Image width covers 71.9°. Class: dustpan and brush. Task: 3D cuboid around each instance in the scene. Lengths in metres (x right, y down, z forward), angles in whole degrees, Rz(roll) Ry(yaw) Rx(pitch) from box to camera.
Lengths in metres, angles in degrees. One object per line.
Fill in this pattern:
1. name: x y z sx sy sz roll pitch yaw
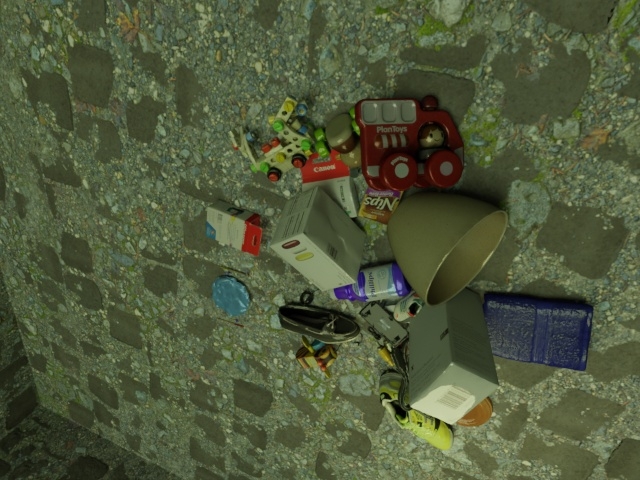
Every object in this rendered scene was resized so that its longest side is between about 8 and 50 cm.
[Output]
1. dustpan and brush: 0.239 0.240 1.565 0.211 0.060 0.147 -12 110 29

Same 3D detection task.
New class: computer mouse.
1. computer mouse: -0.009 0.175 1.665 0.071 0.041 0.242 27 133 -21

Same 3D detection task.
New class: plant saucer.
1. plant saucer: 0.535 0.623 1.645 0.200 0.037 0.199 11 119 20

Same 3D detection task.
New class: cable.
1. cable: 0.303 0.470 1.617 0.072 0.140 0.286 2 111 70

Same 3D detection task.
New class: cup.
1. cup: 0.332 -0.009 1.271 0.237 0.331 0.330 43 130 33

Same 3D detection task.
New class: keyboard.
1. keyboard: 0.217 0.301 1.558 0.180 0.023 0.108 43 110 2

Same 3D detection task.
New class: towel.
1. towel: 0.671 0.279 1.387 0.309 0.076 0.227 5 110 23

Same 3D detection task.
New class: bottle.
1. bottle: 0.166 0.152 1.519 0.283 0.092 0.118 -13 83 28

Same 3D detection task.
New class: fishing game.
1. fishing game: -0.378 0.234 1.861 0.189 0.041 0.263 12 112 18

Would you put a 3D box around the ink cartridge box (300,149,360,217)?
1. ink cartridge box: 0.019 -0.177 1.453 0.181 0.056 0.224 -6 115 27

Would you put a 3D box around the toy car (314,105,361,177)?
1. toy car: 0.097 -0.279 1.338 0.155 0.148 0.188 -28 127 21

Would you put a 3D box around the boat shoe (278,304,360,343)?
1. boat shoe: -0.015 0.313 1.683 0.336 0.112 0.095 4 135 26

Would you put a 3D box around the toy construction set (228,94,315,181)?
1. toy construction set: -0.149 -0.314 1.397 0.328 0.151 0.215 -13 134 38

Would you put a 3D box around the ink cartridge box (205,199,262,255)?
1. ink cartridge box: -0.310 -0.047 1.656 0.231 0.078 0.134 22 123 13

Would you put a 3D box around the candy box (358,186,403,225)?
1. candy box: 0.198 -0.147 1.378 0.109 0.053 0.186 19 124 4

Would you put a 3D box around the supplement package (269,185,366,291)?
1. supplement package: 0.000 0.000 1.404 0.145 0.203 0.262 -20 130 38

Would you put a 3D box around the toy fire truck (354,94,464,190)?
1. toy fire truck: 0.249 -0.266 1.207 0.303 0.169 0.253 -5 98 -10

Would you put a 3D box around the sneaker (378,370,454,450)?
1. sneaker: 0.354 0.683 1.694 0.385 0.147 0.145 44 123 -3

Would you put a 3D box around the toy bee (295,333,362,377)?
1. toy bee: -0.002 0.442 1.723 0.195 0.162 0.298 40 125 3

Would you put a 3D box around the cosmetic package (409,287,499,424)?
1. cosmetic package: 0.384 0.317 1.333 0.156 0.384 0.217 26 121 -7

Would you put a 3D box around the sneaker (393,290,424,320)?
1. sneaker: 0.291 0.230 1.468 0.057 0.075 0.161 34 128 -4
